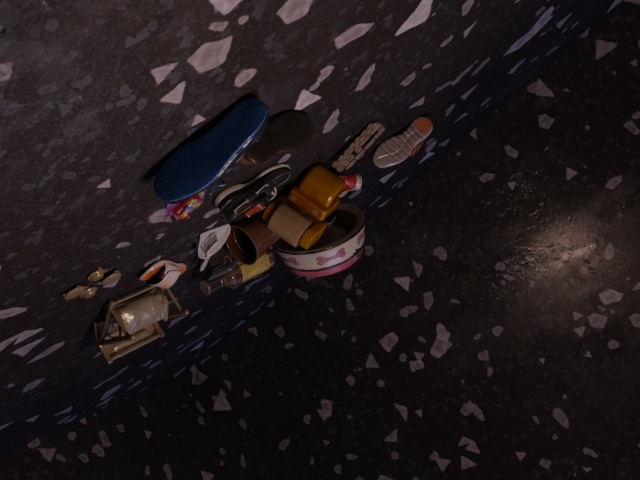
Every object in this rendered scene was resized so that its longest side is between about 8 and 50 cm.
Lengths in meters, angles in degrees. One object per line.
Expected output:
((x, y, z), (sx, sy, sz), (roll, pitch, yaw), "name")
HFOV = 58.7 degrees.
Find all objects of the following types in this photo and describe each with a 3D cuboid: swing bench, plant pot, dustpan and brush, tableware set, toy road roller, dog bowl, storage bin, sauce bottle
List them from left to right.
((-0.691, 0.134, 1.728), (0.169, 0.020, 0.141), (-36, 167, -2), "tableware set")
((-0.671, 0.294, 2.095), (0.253, 0.165, 0.255), (-26, 169, -49), "swing bench")
((-0.412, 0.037, 2.092), (0.147, 0.060, 0.211), (-25, 164, -48), "dustpan and brush")
((-0.400, 0.079, 2.226), (0.135, 0.091, 0.098), (-27, 165, -47), "storage bin")
((-0.347, 0.127, 2.368), (0.344, 0.111, 0.111), (-25, 164, -41), "sauce bottle")
((-0.246, -0.016, 2.163), (0.165, 0.167, 0.167), (-37, 171, -41), "plant pot")
((-0.042, -0.142, 2.127), (0.240, 0.203, 0.329), (-61, 171, 31), "toy road roller")
((0.000, 0.000, 2.365), (0.408, 0.150, 0.408), (-12, -151, 7), "dog bowl")

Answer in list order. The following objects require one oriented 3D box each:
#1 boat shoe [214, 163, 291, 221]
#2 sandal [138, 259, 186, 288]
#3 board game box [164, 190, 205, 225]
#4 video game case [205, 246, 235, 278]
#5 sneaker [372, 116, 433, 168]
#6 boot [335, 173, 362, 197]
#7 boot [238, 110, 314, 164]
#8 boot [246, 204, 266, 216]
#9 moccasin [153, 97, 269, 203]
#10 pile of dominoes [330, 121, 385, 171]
((-0.202, -0.155, 1.870), (0.303, 0.091, 0.114), (-33, 165, -27), "boat shoe")
((-0.536, 0.125, 2.025), (0.102, 0.076, 0.265), (-40, 169, 11), "sandal")
((-0.390, -0.097, 1.682), (0.133, 0.033, 0.168), (-30, 167, -31), "board game box")
((-0.353, 0.066, 2.465), (0.248, 0.035, 0.275), (-27, 165, -42), "video game case")
((0.366, -0.404, 2.541), (0.321, 0.124, 0.180), (-36, 168, -9), "sneaker")
((0.038, -0.235, 2.370), (0.176, 0.088, 0.244), (2, 173, -25), "boot")
((-0.138, -0.287, 1.606), (0.115, 0.112, 0.305), (-6, -161, 42), "boot")
((-0.244, -0.119, 1.992), (0.085, 0.059, 0.158), (-32, 170, 0), "boot")
((-0.252, -0.203, 1.413), (0.342, 0.137, 0.117), (-36, 173, 0), "moccasin")
((0.140, -0.377, 2.239), (0.251, 0.040, 0.196), (-48, 167, 10), "pile of dominoes")
